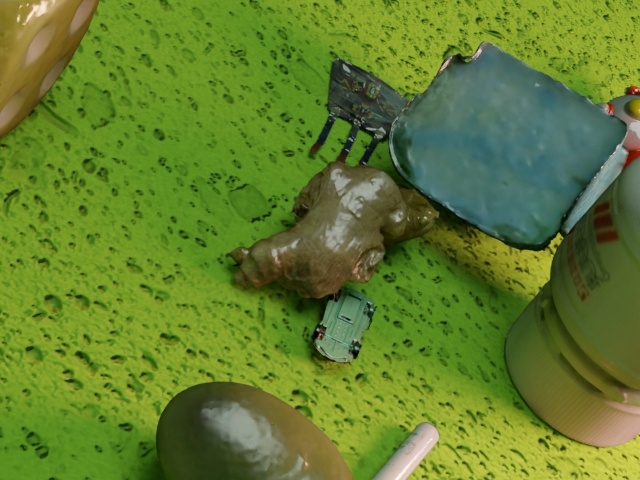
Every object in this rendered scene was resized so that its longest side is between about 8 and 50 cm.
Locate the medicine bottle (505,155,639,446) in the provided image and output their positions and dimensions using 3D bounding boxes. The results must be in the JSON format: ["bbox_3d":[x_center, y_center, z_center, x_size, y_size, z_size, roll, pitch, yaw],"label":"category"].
[{"bbox_3d":[0.390,0.075,1.667,0.256,0.325,0.256,18,45,-18],"label":"medicine bottle"}]

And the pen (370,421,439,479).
[{"bbox_3d":[0.055,0.272,1.480,0.033,0.033,0.269,41,41,7],"label":"pen"}]

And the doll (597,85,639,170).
[{"bbox_3d":[0.488,-0.119,2.084,0.200,0.105,0.336,22,43,-14],"label":"doll"}]

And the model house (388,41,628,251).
[{"bbox_3d":[0.246,-0.096,1.879,0.261,0.241,0.226,35,83,17],"label":"model house"}]

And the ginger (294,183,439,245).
[{"bbox_3d":[0.068,-0.027,1.736,0.205,0.081,0.115,-13,47,-40],"label":"ginger"}]

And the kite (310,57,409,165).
[{"bbox_3d":[0.052,-0.166,1.913,0.141,0.015,0.245,29,40,-3],"label":"kite"}]

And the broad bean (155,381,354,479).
[{"bbox_3d":[-0.057,0.259,1.356,0.189,0.121,0.263,-23,74,-19],"label":"broad bean"}]

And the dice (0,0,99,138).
[{"bbox_3d":[-0.395,-0.258,1.535,0.227,0.238,0.233,33,41,1],"label":"dice"}]

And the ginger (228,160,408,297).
[{"bbox_3d":[0.004,0.002,1.628,0.137,0.074,0.213,42,69,12],"label":"ginger"}]

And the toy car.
[{"bbox_3d":[0.025,0.101,1.622,0.059,0.035,0.122,25,44,-2],"label":"toy car"}]
